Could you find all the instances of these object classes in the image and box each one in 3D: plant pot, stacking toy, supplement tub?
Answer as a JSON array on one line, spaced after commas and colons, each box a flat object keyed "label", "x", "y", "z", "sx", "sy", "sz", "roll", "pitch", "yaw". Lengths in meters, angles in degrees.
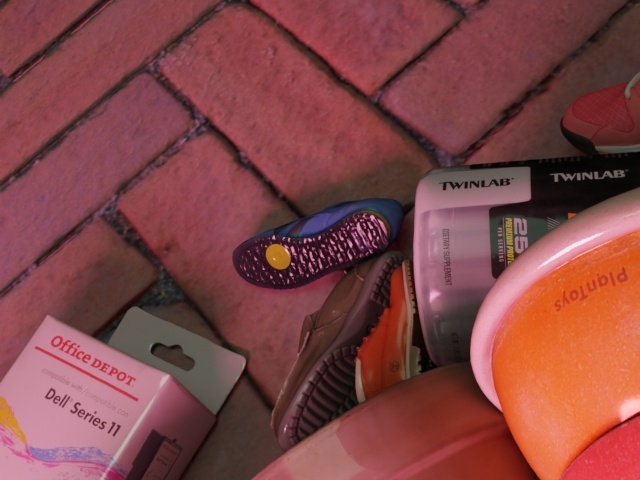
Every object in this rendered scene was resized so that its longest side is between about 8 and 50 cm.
[{"label": "plant pot", "x": 0.085, "y": 0.307, "z": 0.991, "sx": 0.323, "sy": 0.323, "sz": 0.280, "roll": -34, "pitch": 67, "yaw": 1}, {"label": "stacking toy", "x": 0.286, "y": 0.225, "z": 0.764, "sx": 0.350, "sy": 0.351, "sz": 0.480, "roll": -13, "pitch": 52, "yaw": 17}, {"label": "supplement tub", "x": 0.251, "y": 0.018, "z": 1.097, "sx": 0.315, "sy": 0.194, "sz": 0.194, "roll": -5, "pitch": 56, "yaw": 13}]

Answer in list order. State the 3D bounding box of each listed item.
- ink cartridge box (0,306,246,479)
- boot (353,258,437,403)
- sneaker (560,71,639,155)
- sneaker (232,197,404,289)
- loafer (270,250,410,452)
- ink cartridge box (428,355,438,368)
[{"label": "ink cartridge box", "x": -0.260, "y": 0.219, "z": 1.302, "sx": 0.207, "sy": 0.119, "sz": 0.353, "roll": 19, "pitch": 69, "yaw": 34}, {"label": "boot", "x": 0.070, "y": 0.093, "z": 1.209, "sx": 0.084, "sy": 0.059, "sz": 0.158, "roll": -15, "pitch": 54, "yaw": 26}, {"label": "sneaker", "x": 0.382, "y": -0.168, "z": 1.212, "sx": 0.313, "sy": 0.136, "sz": 0.116, "roll": -6, "pitch": 30, "yaw": 36}, {"label": "sneaker", "x": 0.000, "y": 0.000, "z": 1.373, "sx": 0.209, "sy": 0.069, "sz": 0.082, "roll": -17, "pitch": 16, "yaw": 27}, {"label": "loafer", "x": 0.021, "y": 0.122, "z": 1.267, "sx": 0.087, "sy": 0.094, "sz": 0.251, "roll": -7, "pitch": 42, "yaw": 51}, {"label": "ink cartridge box", "x": 0.198, "y": 0.120, "z": 1.195, "sx": 0.235, "sy": 0.056, "sz": 0.171, "roll": -5, "pitch": 56, "yaw": 25}]
